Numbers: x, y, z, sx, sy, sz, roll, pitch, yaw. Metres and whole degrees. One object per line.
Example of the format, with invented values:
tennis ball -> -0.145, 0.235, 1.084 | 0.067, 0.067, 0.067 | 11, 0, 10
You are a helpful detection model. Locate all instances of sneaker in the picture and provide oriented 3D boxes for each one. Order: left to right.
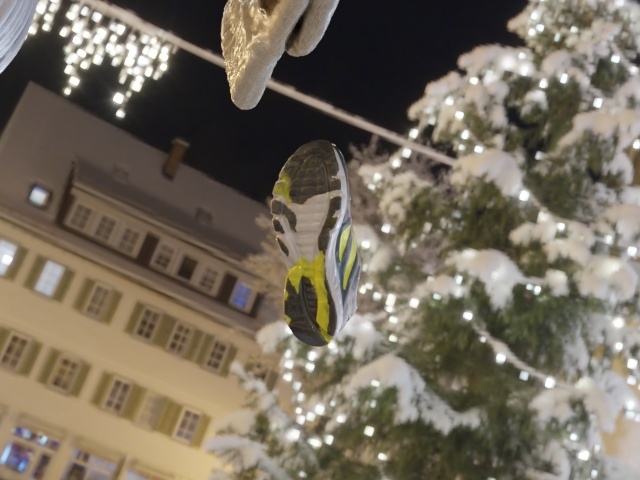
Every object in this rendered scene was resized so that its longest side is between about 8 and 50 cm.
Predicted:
sneaker -> 0.000, 0.000, 0.395 | 0.031, 0.083, 0.035 | 6, 10, 22

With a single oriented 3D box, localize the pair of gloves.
pair of gloves -> -0.037, -0.221, 0.568 | 0.042, 0.240, 0.204 | -2, -12, -24

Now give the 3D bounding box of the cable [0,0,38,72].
cable -> -0.357, -0.226, 0.774 | 0.257, 0.257, 0.089 | 59, -24, 6
